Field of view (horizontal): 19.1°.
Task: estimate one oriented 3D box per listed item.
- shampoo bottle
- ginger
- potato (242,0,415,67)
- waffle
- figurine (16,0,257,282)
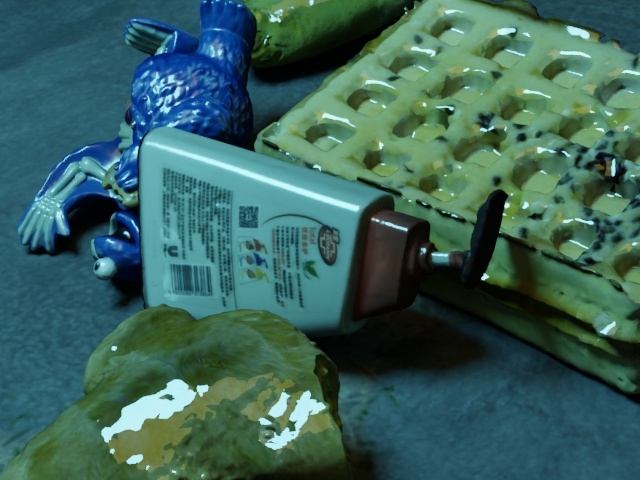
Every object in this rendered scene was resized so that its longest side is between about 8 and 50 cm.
[{"bbox_3d":[0.000,0.000,1.380,0.284,0.153,0.071,5,9,26],"label":"shampoo bottle"},{"bbox_3d":[-0.115,0.134,1.277,0.270,0.123,0.219,-13,42,-5],"label":"ginger"},{"bbox_3d":[0.002,-0.208,1.702,0.188,0.085,0.105,-27,21,-14],"label":"potato"},{"bbox_3d":[0.161,-0.050,1.456,0.376,0.114,0.261,27,51,35],"label":"waffle"},{"bbox_3d":[-0.124,-0.070,1.542,0.164,0.121,0.262,-2,56,49],"label":"figurine"}]
